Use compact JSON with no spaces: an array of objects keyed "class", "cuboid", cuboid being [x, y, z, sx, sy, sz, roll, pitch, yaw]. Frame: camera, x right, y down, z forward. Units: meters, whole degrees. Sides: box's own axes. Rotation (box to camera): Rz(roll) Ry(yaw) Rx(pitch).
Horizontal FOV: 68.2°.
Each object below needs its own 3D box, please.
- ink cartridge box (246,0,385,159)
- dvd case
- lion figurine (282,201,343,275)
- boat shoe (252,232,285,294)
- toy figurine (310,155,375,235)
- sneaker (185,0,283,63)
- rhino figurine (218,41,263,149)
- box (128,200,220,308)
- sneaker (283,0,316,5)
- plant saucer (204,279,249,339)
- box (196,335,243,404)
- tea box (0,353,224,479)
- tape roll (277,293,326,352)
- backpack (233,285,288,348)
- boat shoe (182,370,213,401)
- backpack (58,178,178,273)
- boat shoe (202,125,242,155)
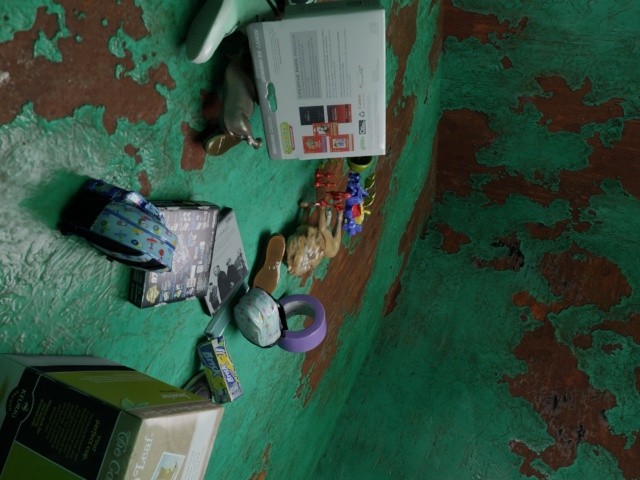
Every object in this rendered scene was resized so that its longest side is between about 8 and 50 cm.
[{"class":"ink cartridge box","cuboid":[0.002,-0.345,1.038,0.130,0.272,0.309,-89,175,-53]},{"class":"dvd case","cuboid":[-0.262,0.058,1.220,0.179,0.030,0.238,-53,150,-39]},{"class":"lion figurine","cuboid":[0.000,0.000,1.618,0.392,0.142,0.240,6,86,-60]},{"class":"boat shoe","cuboid":[-0.154,0.077,1.428,0.073,0.073,0.207,-140,-111,-71]},{"class":"toy figurine","cuboid":[0.081,-0.135,1.557,0.362,0.191,0.217,-84,172,-48]},{"class":"sneaker","cuboid":[-0.166,-0.434,0.965,0.151,0.094,0.256,38,67,-45]},{"class":"rhino figurine","cuboid":[-0.174,-0.329,1.041,0.106,0.073,0.243,20,68,-57]},{"class":"box","cuboid":[-0.310,0.026,1.017,0.175,0.051,0.220,-7,112,-53]},{"class":"sneaker","cuboid":[-0.048,-0.668,1.113,0.235,0.094,0.153,-69,168,17]},{"class":"plant saucer","cuboid":[-0.259,0.192,1.338,0.192,0.018,0.067,-62,155,-28]},{"class":"box","cuboid":[-0.269,0.345,1.260,0.054,0.059,0.169,-9,78,-65]},{"class":"tea box","cuboid":[-0.384,0.386,0.761,0.220,0.324,0.329,34,71,-65]},{"class":"tape roll","cuboid":[-0.076,0.277,1.595,0.189,0.189,0.080,-54,151,-38]},{"class":"backpack","cuboid":[-0.177,0.222,1.356,0.115,0.152,0.182,-49,156,-37]},{"class":"boat shoe","cuboid":[-0.331,0.431,1.239,0.285,0.092,0.102,-24,127,-61]},{"class":"backpack","cuboid":[-0.329,-0.016,0.826,0.117,0.173,0.158,-66,155,-17]},{"class":"boat shoe","cuboid":[-0.225,-0.234,1.076,0.152,0.049,0.056,-44,163,-56]}]
